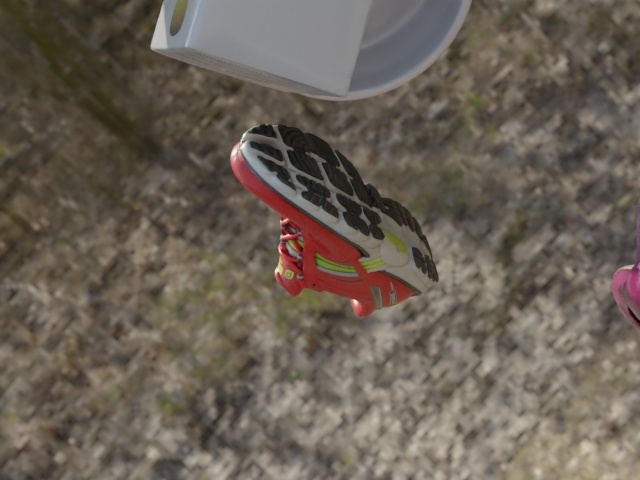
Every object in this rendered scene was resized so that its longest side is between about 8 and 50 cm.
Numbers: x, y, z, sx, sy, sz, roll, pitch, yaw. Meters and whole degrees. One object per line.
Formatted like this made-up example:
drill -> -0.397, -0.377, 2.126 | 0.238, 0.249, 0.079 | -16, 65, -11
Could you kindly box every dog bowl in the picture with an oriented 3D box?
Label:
dog bowl -> 0.025, -0.288, 1.572 | 0.265, 0.265, 0.104 | -41, 33, 13

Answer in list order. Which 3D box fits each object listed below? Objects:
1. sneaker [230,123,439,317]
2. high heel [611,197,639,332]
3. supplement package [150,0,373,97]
sneaker -> 0.000, 0.000, 1.317 | 0.118, 0.279, 0.107 | -33, 48, 18
high heel -> 0.273, 0.063, 1.143 | 0.082, 0.244, 0.117 | -4, 64, 6
supplement package -> -0.048, -0.204, 1.234 | 0.244, 0.134, 0.139 | -154, 80, -76
